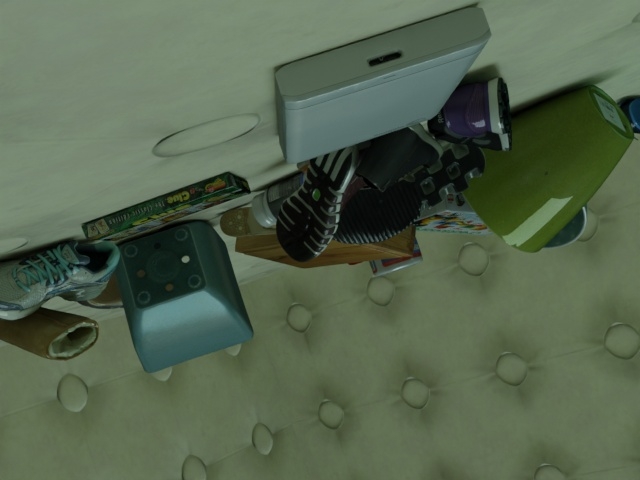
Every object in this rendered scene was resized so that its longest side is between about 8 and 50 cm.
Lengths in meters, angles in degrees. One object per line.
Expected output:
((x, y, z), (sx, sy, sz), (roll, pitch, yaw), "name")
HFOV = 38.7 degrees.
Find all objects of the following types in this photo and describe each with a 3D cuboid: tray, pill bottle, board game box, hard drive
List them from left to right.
((-0.253, -0.053, 1.520), (0.259, 0.030, 0.136), (-19, 174, 8), "board game box")
((-0.057, -0.077, 1.708), (0.137, 0.078, 0.078), (-21, 175, 30), "pill bottle")
((0.000, 0.000, 2.031), (0.202, 0.076, 0.411), (15, 167, -33), "tray")
((0.061, -0.178, 1.128), (0.233, 0.047, 0.353), (-18, 176, -3), "hard drive")
((0.151, -0.036, 2.150), (0.124, 0.222, 0.124), (-18, 176, -1), "pill bottle")
((0.334, -0.061, 2.086), (0.305, 0.053, 0.193), (3, 167, -34), "board game box")

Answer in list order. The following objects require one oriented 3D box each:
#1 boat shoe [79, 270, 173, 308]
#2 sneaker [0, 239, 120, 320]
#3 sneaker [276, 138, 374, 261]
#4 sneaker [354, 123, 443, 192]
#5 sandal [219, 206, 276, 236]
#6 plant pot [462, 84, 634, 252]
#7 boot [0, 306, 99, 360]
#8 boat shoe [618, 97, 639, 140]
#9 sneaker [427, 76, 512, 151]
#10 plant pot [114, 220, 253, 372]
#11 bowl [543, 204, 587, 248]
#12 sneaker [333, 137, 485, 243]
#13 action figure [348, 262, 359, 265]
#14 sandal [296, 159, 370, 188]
((-0.485, 0.120, 2.301), (0.092, 0.103, 0.285), (-15, 175, 42), "boat shoe")
((-0.470, 0.048, 1.578), (0.122, 0.110, 0.283), (-43, 165, 33), "sneaker")
((0.039, -0.080, 1.510), (0.162, 0.106, 0.281), (-26, 158, -39), "sneaker")
((0.116, -0.127, 1.420), (0.118, 0.083, 0.222), (-58, 158, 4), "sneaker")
((-0.095, -0.052, 1.823), (0.240, 0.088, 0.079), (-13, 176, 12), "sandal")
((0.463, -0.168, 1.823), (0.293, 0.275, 0.274), (-42, 163, 34), "plant pot")
((-0.567, 0.151, 1.592), (0.269, 0.089, 0.236), (16, -156, 24), "boot")
((0.781, -0.298, 2.291), (0.089, 0.109, 0.258), (-13, 176, 30), "boat shoe")
((0.234, -0.199, 1.438), (0.124, 0.107, 0.283), (-4, 176, 15), "sneaker")
((-0.300, 0.096, 1.874), (0.247, 0.247, 0.252), (-18, 159, -4), "plant pot")
((0.511, -0.140, 2.192), (0.311, 0.311, 0.163), (-25, -151, 56), "bowl")
((0.144, -0.104, 1.756), (0.330, 0.122, 0.146), (-26, -151, -6), "sneaker")
((0.081, -0.041, 2.292), (0.139, 0.091, 0.280), (-23, -154, -8), "action figure")
((0.063, -0.125, 1.615), (0.265, 0.076, 0.102), (-14, 174, -45), "sandal")
